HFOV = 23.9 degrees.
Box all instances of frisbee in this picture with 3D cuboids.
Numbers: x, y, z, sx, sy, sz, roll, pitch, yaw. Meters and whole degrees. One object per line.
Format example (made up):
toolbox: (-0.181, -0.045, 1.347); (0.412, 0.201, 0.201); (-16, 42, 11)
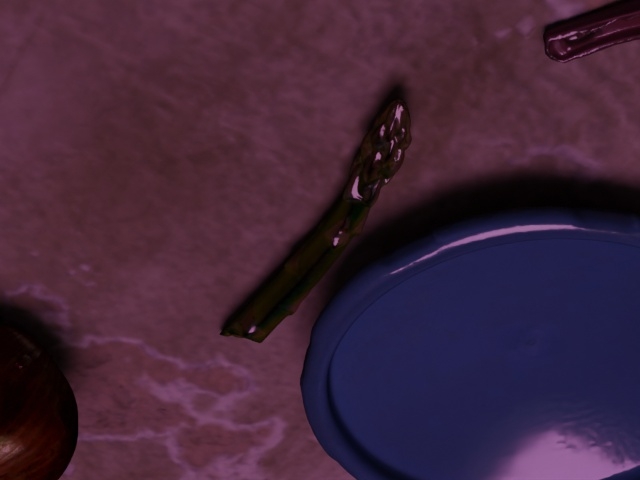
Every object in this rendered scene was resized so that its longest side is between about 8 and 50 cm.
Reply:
frisbee: (0.131, 0.075, 0.921); (0.290, 0.049, 0.289); (-1, 135, -1)

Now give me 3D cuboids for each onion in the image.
onion: (-0.202, 0.110, 0.924); (0.119, 0.118, 0.117); (5, 160, -4)

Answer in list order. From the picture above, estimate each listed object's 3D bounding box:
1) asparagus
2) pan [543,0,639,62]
asparagus: (-0.001, -0.001, 0.859); (0.034, 0.027, 0.236); (11, 138, -26)
pan: (0.205, -0.122, 0.713); (0.212, 0.040, 0.115); (-19, 128, 21)
